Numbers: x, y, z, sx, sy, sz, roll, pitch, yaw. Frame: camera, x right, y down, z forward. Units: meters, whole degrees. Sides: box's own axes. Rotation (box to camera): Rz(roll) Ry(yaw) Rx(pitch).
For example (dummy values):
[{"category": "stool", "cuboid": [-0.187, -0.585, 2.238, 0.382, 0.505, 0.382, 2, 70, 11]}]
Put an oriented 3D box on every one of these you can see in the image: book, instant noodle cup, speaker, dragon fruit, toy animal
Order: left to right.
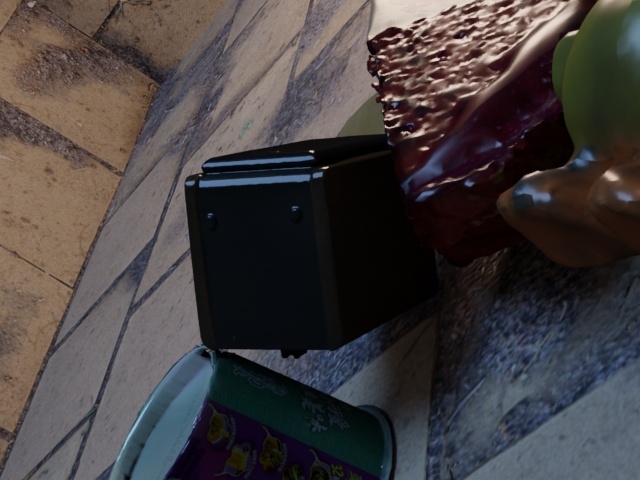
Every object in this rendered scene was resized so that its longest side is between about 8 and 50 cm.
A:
[{"category": "instant noodle cup", "cuboid": [-0.079, 0.224, 1.113, 0.251, 0.190, 0.251, -49, 20, 24]}, {"category": "speaker", "cuboid": [0.000, 0.000, 1.119, 0.153, 0.192, 0.231, -3, 9, 28]}, {"category": "book", "cuboid": [0.172, -0.312, 1.452, 0.232, 0.022, 0.162, -13, 34, 16]}, {"category": "dragon fruit", "cuboid": [0.122, -0.086, 1.000, 0.330, 0.240, 0.302, -54, -24, -55]}, {"category": "toy animal", "cuboid": [0.277, -0.133, 0.792, 0.216, 0.191, 0.338, -2, 63, 67]}]

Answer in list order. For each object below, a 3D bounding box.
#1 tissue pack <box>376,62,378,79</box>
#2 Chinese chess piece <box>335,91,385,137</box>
[{"category": "tissue pack", "cuboid": [0.140, -0.232, 1.511, 0.111, 0.079, 0.085, -48, 55, 28]}, {"category": "Chinese chess piece", "cuboid": [0.073, -0.067, 1.364, 0.251, 0.097, 0.250, -49, 20, 25]}]
